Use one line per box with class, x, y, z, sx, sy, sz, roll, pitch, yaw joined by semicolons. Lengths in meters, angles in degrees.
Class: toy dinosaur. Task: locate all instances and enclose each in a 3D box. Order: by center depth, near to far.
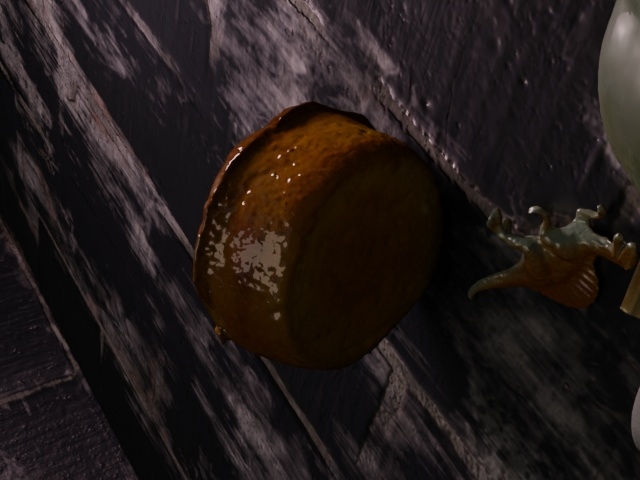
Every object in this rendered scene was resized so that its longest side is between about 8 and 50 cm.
toy dinosaur;0.233;0.024;1.010;0.142;0.057;0.212;36;151;19

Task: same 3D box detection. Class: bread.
bread;0.003;-0.005;1.133;0.172;0.312;0.312;23;126;39

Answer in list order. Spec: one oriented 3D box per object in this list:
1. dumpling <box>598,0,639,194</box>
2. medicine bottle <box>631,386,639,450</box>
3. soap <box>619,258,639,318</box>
dumpling;0.276;-0.077;0.607;0.270;0.211;0.321;150;111;-67
medicine bottle;0.368;0.164;0.742;0.252;0.144;0.144;36;135;50
soap;0.324;-0.013;0.825;0.092;0.037;0.252;46;142;37
